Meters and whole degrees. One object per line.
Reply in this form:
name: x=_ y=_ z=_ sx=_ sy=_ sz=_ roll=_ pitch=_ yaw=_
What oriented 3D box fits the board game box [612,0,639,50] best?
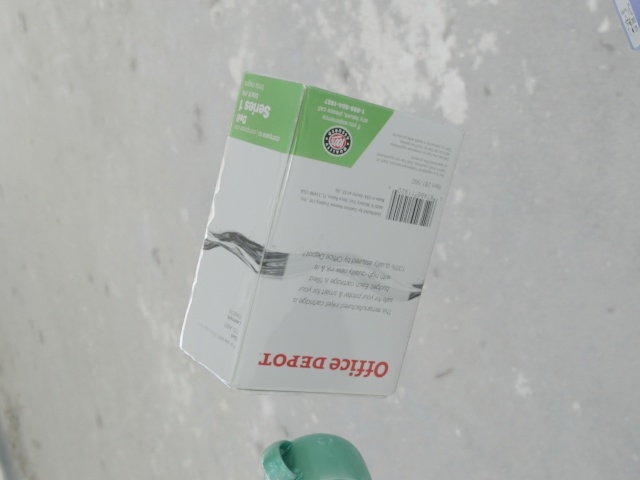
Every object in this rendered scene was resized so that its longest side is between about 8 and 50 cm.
board game box: x=0.267 y=-0.173 z=0.300 sx=0.233 sy=0.347 sz=0.078 roll=-25 pitch=-87 yaw=-80

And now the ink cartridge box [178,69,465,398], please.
ink cartridge box: x=0.000 y=0.000 z=0.748 sx=0.093 sy=0.160 sz=0.219 roll=23 pitch=100 yaw=52

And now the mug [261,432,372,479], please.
mug: x=-0.005 y=0.285 z=1.184 sx=0.097 sy=0.130 sz=0.157 roll=-113 pitch=16 yaw=-53
